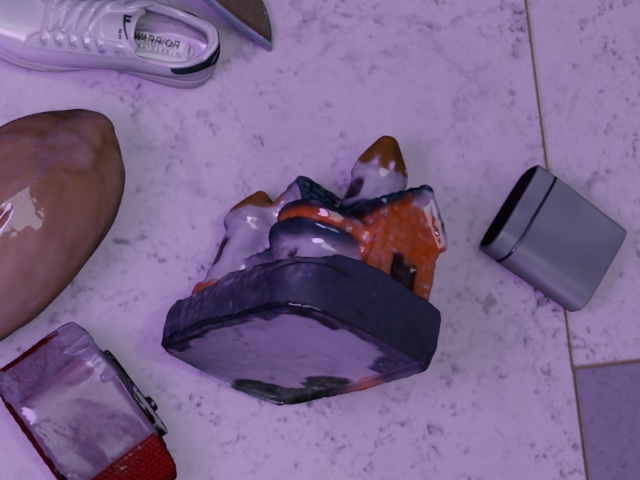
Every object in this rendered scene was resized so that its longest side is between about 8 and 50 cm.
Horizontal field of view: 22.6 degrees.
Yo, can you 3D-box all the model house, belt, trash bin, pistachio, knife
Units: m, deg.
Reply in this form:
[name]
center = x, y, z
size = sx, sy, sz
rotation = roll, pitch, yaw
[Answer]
[model house]
center = 0.000, 0.000, 1.639
size = 0.190, 0.271, 0.301
rotation = 33, 59, -24
[belt]
center = -0.228, 0.182, 1.604
size = 0.124, 0.128, 0.201
rotation = -36, 97, -17
[trash bin]
center = 0.261, -0.002, 1.798
size = 0.130, 0.059, 0.116
rotation = 35, 76, -10
[pistachio]
center = -0.305, -0.012, 1.581
size = 0.162, 0.181, 0.293
rotation = 38, 83, 1
[knife]
center = -0.160, -0.320, 1.684
size = 0.343, 0.027, 0.061
rotation = 43, 57, -30

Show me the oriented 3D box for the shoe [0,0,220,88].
[shoe]
center = -0.227, -0.222, 1.666
size = 0.264, 0.110, 0.095
rotation = 8, 82, -17
